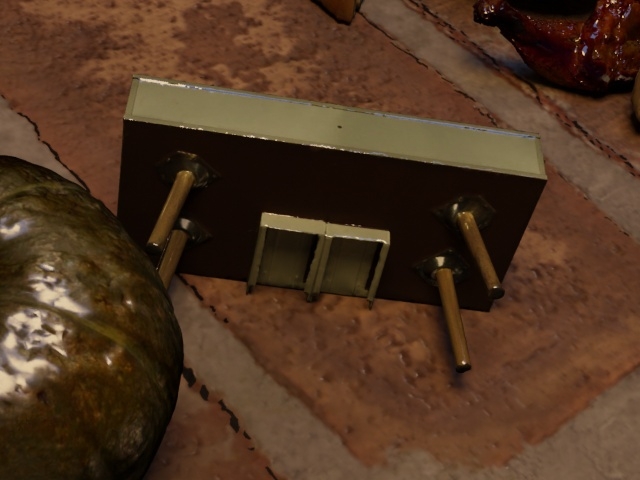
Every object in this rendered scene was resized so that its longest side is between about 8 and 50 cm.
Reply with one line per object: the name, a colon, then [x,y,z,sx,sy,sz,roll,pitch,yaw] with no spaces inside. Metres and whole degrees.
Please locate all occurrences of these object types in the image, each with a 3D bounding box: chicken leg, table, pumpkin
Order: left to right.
pumpkin: [-0.179,0.055,0.556,0.224,0.157,0.223,-1,52,1]
table: [0.000,0.000,0.672,0.240,0.121,0.111,7,47,-6]
chicken leg: [0.207,-0.160,0.902,0.205,0.093,0.053,-17,16,-33]

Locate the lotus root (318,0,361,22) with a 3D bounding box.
lotus root: [0.006,-0.273,0.939,0.095,0.135,0.159,8,33,-4]

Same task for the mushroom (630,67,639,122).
mushroom: [0.296,-0.060,0.824,0.081,0.092,0.223,33,30,-49]
